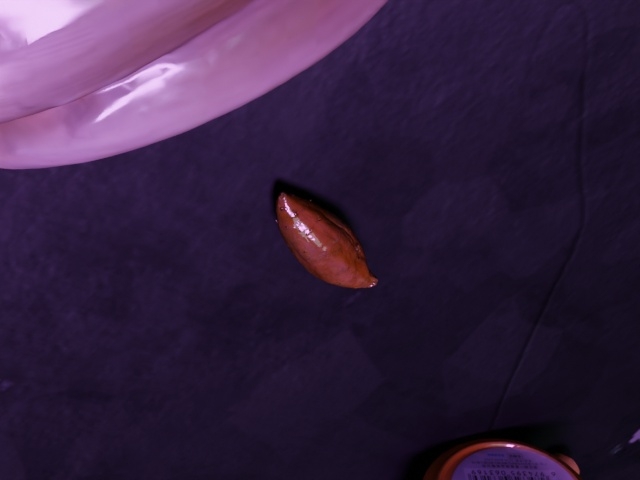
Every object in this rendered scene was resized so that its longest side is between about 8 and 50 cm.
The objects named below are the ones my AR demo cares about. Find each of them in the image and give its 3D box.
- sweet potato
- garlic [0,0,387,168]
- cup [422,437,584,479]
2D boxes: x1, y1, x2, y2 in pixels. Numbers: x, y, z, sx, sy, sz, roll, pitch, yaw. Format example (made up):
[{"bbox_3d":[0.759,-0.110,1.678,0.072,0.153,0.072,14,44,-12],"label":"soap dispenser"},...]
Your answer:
[{"bbox_3d":[0.000,0.000,0.792,0.034,0.034,0.095,-34,132,9],"label":"sweet potato"},{"bbox_3d":[-0.069,-0.143,0.503,0.325,0.132,0.279,-21,135,-17],"label":"garlic"},{"bbox_3d":[0.128,0.271,1.107,0.226,0.182,0.264,-40,151,-44],"label":"cup"}]
